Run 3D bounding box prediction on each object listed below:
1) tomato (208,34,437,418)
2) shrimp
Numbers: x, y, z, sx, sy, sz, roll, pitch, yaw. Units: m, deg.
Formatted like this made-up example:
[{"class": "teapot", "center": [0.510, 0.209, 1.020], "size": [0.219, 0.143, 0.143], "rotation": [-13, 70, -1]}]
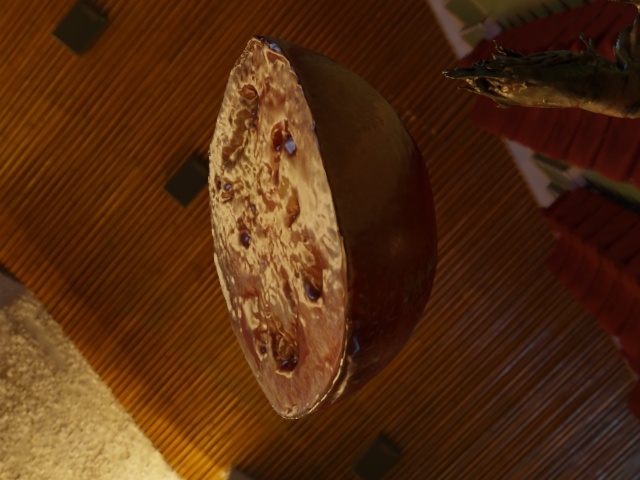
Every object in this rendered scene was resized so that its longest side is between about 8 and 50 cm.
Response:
[{"class": "tomato", "center": [0.009, -0.006, 0.712], "size": [0.144, 0.338, 0.338], "rotation": [-8, -144, -22]}, {"class": "shrimp", "center": [0.296, -0.234, 0.923], "size": [0.296, 0.169, 0.058], "rotation": [3, -167, -5]}]
